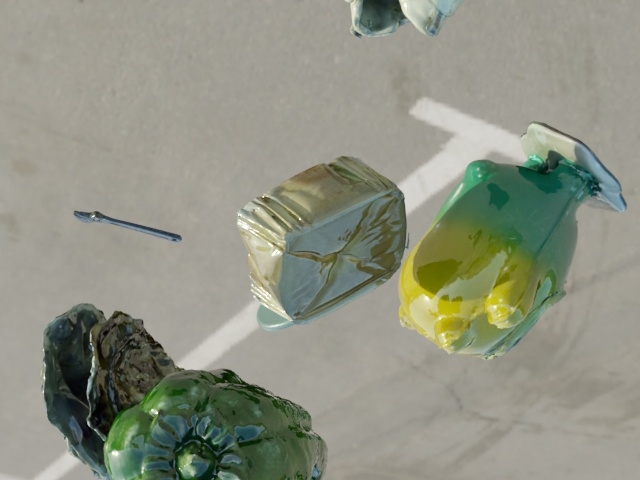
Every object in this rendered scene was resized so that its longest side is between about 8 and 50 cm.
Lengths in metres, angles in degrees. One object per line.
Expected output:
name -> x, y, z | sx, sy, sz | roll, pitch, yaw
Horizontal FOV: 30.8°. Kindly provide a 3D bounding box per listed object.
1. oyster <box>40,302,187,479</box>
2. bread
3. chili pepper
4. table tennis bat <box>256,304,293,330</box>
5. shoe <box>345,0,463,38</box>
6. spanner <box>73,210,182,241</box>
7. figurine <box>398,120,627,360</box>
oyster -> -0.209, 0.199, 1.302 | 0.158, 0.162, 0.351 | 24, 157, 24
bread -> 0.001, -0.001, 1.524 | 0.110, 0.210, 0.192 | 46, 156, 39
chili pepper -> -0.103, 0.218, 1.170 | 0.213, 0.167, 0.385 | -21, 165, -1
table tennis bat -> 0.006, 0.062, 1.774 | 0.244, 0.153, 0.040 | -29, 112, 13
shoe -> 0.076, -0.364, 1.496 | 0.132, 0.210, 0.342 | 26, 180, -42
spanner -> -0.360, -0.026, 2.176 | 0.208, 0.012, 0.046 | 14, 155, -15
figurine -> 0.250, 0.011, 1.653 | 0.231, 0.340, 0.323 | 44, 171, -19
